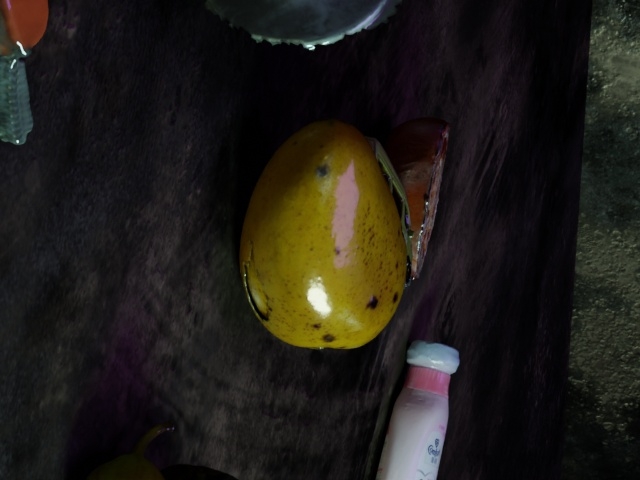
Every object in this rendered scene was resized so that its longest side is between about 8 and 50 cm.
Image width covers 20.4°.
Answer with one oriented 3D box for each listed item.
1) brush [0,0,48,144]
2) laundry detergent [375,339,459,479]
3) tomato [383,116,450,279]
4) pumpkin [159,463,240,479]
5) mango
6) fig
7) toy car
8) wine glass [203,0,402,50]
[{"bbox_3d":[-0.233,-0.215,1.280,0.070,0.051,0.323,-59,153,-54],"label":"brush"},{"bbox_3d":[0.137,0.317,2.636,0.159,0.088,0.335,56,46,-71],"label":"laundry detergent"},{"bbox_3d":[0.113,-0.057,2.339,0.225,0.085,0.225,10,90,-86],"label":"tomato"},{"bbox_3d":[-0.143,0.343,1.743,0.169,0.148,0.312,-52,153,-26],"label":"pumpkin"},{"bbox_3d":[0.000,0.000,1.928,0.191,0.160,0.290,-34,136,-34],"label":"mango"},{"bbox_3d":[-0.176,0.236,1.665,0.166,0.093,0.093,-80,175,-75],"label":"fig"},{"bbox_3d":[0.051,-0.034,2.165,0.256,0.101,0.124,55,46,-64],"label":"toy car"},{"bbox_3d":[-0.023,-0.343,1.584,0.323,0.238,0.238,89,18,-60],"label":"wine glass"}]
